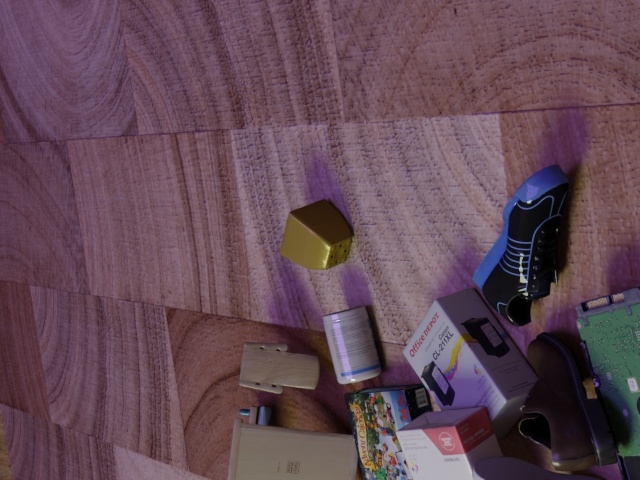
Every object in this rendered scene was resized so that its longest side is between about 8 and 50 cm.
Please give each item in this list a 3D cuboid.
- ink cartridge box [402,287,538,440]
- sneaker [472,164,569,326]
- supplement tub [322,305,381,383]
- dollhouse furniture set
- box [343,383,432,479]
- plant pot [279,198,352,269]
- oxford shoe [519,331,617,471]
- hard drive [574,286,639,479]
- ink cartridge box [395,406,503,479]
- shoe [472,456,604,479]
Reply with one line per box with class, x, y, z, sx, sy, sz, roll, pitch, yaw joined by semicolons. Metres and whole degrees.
ink cartridge box;0.201;0.172;1.784;0.175;0.072;0.127;56;142;27
sneaker;0.265;0.010;1.639;0.090;0.081;0.232;53;146;28
supplement tub;0.048;0.158;2.004;0.071;0.071;0.107;-14;89;56
dollhouse furniture set;-0.042;0.327;2.198;0.303;0.198;0.286;102;175;-81
box;0.120;0.334;1.980;0.159;0.044;0.233;-15;88;56
plant pot;0.000;0.000;2.018;0.083;0.081;0.081;38;131;30
oxford shoe;0.278;0.190;1.604;0.227;0.096;0.083;-102;-6;-59
hard drive;0.409;0.210;1.471;0.237;0.064;0.339;-29;77;65
ink cartridge box;0.189;0.325;1.742;0.115;0.067;0.198;-15;98;49
shoe;0.274;0.331;1.671;0.063;0.178;0.081;-72;-9;-58
